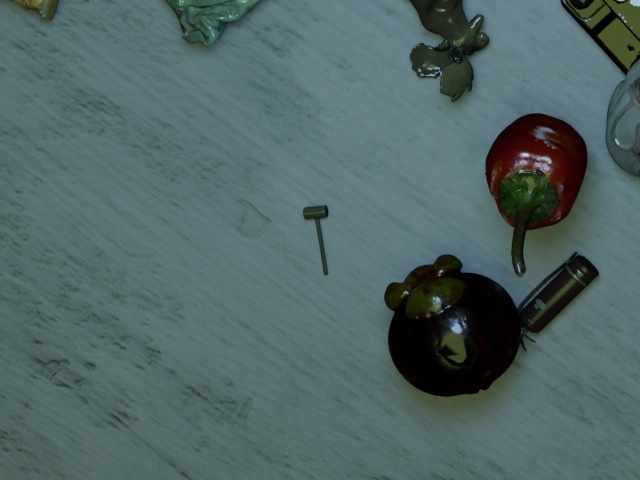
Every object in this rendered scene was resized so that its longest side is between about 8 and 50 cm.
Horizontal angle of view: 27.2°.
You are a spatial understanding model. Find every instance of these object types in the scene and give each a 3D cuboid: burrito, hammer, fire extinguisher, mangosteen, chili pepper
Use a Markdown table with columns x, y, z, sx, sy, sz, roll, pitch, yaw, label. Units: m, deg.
| x | y | z | sx | sy | sz | roll | pitch | yaw | label |
| --- | --- | --- | --- | --- | --- | --- | --- | --- | --- |
| -0.126 | -0.391 | 1.923 | 0.229 | 0.089 | 0.144 | -37 | 79 | 19 | burrito |
| 0.000 | 0.000 | 2.027 | 0.035 | 0.019 | 0.110 | -5 | 108 | 16 | hammer |
| 0.339 | 0.088 | 1.947 | 0.158 | 0.043 | 0.064 | -47 | 60 | 19 | fire extinguisher |
| 0.189 | 0.127 | 1.916 | 0.210 | 0.210 | 0.210 | 3 | 105 | 13 | mangosteen |
| 0.284 | -0.086 | 1.761 | 0.134 | 0.338 | 0.131 | 43 | 113 | -2 | chili pepper |

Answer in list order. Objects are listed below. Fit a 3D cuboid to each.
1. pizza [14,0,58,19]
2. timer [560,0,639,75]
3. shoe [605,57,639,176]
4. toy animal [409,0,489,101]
| x | y | z | sx | sy | sz | roll | pitch | yaw | label |
| --- | --- | --- | --- | --- | --- | --- | --- | --- | --- |
| -0.466 | -0.461 | 2.006 | 0.134 | 0.056 | 0.271 | -26 | 97 | 17 | pizza |
| 0.437 | -0.314 | 1.813 | 0.144 | 0.055 | 0.187 | -43 | 91 | 19 | timer |
| 0.489 | -0.157 | 1.707 | 0.172 | 0.198 | 0.351 | 39 | 143 | -10 | shoe |
| 0.173 | -0.322 | 1.869 | 0.214 | 0.094 | 0.186 | 46 | 105 | 7 | toy animal |
